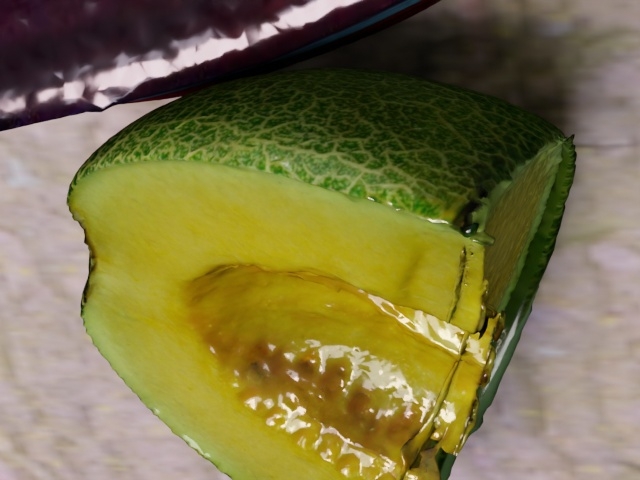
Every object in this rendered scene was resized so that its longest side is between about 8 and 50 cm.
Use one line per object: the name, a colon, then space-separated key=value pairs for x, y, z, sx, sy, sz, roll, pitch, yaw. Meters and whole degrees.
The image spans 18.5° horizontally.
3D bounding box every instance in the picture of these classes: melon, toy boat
melon: x=0.000 y=0.000 z=0.783 sx=0.169 sy=0.129 sz=0.265 roll=24 pitch=148 yaw=11
toy boat: x=-0.088 y=-0.098 z=0.756 sx=0.392 sy=0.079 sz=0.136 roll=-15 pitch=123 yaw=21
